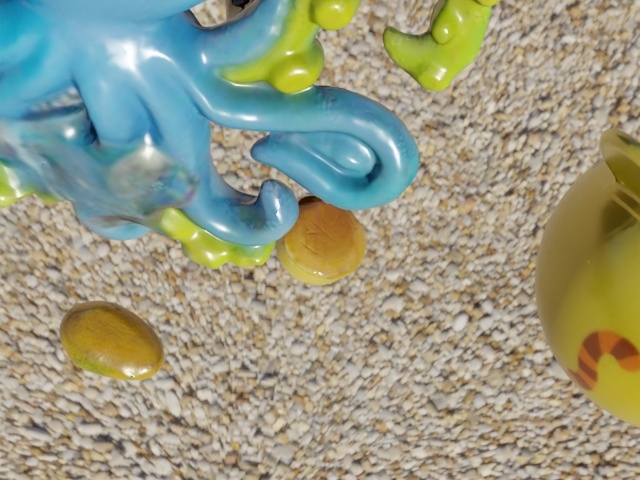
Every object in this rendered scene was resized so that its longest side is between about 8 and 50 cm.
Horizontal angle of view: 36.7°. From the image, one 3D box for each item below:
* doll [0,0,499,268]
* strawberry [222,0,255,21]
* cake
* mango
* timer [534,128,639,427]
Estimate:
[{"bbox_3d":[-0.097,-0.120,0.495,0.346,0.341,0.099,13,50,-5],"label":"doll"},{"bbox_3d":[-0.012,-0.381,0.967,0.291,0.292,0.310,-15,111,-9],"label":"strawberry"},{"bbox_3d":[0.000,0.000,0.886,0.084,0.044,0.084,8,66,-19],"label":"cake"},{"bbox_3d":[-0.212,0.104,0.984,0.114,0.057,0.079,27,47,9],"label":"mango"},{"bbox_3d":[0.410,0.045,1.032,0.376,0.387,0.376,-1,85,6],"label":"timer"}]
